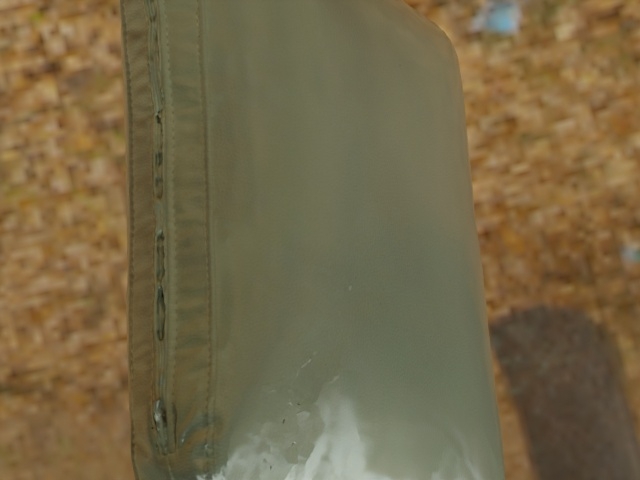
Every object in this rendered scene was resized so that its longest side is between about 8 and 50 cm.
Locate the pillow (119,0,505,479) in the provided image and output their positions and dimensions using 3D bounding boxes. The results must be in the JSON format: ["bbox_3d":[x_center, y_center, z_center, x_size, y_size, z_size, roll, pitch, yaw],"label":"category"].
[{"bbox_3d":[0.000,0.000,0.990,0.119,0.322,0.255,-20,152,32],"label":"pillow"}]
